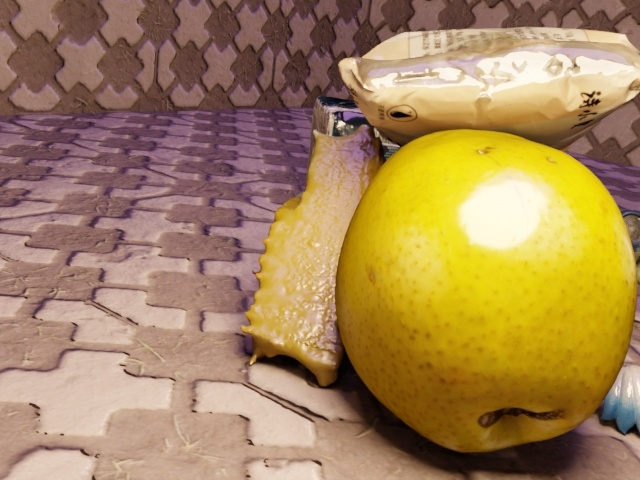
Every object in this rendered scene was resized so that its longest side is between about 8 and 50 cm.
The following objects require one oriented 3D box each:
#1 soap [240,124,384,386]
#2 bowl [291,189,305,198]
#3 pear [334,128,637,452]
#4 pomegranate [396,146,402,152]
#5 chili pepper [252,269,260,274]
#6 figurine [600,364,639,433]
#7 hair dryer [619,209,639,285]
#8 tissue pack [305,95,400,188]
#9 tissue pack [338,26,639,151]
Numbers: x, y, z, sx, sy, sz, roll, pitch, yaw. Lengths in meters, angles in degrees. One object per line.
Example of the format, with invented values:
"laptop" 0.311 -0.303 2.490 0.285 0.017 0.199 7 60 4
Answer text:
"soap" 0.000 0.000 1.133 0.169 0.304 0.338 6 16 7
"bowl" 0.047 -0.043 1.570 0.289 0.146 0.289 7 16 -2
"pear" 0.193 0.047 0.956 0.362 0.362 0.418 5 53 -8
"pomegranate" 0.297 -0.123 1.567 0.322 0.322 0.322 7 17 -2
"chili pepper" 0.014 0.057 1.373 0.268 0.059 0.050 -1 30 -19
"figurine" 0.412 0.215 1.025 0.114 0.079 0.114 12 51 -15
"hair dryer" 0.567 0.074 1.462 0.119 0.298 0.296 -41 7 -11
"tissue pack" 0.186 -0.194 1.925 0.416 0.264 0.253 4 16 -10
"tissue pack" 0.238 -0.221 1.138 0.390 0.195 0.375 0 2 8
